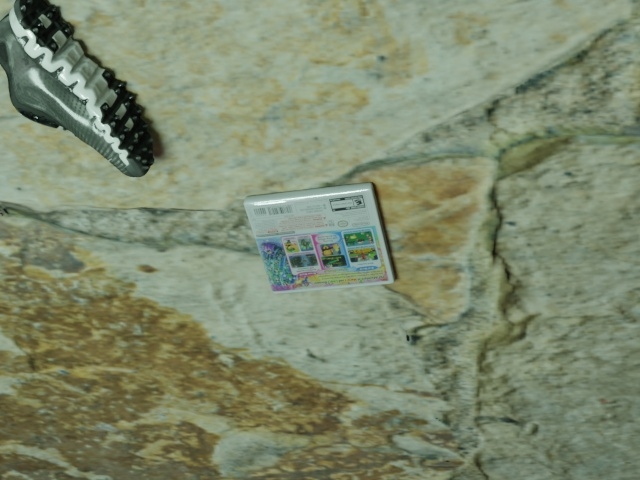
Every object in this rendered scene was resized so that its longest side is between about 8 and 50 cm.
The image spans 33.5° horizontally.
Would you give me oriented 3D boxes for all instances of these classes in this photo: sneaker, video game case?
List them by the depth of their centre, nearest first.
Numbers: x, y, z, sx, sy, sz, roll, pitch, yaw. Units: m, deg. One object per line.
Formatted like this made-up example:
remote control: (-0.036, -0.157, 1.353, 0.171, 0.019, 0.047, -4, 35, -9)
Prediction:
sneaker: (-0.283, -0.157, 1.184, 0.106, 0.078, 0.234, -25, 115, 30)
video game case: (0.000, 0.000, 1.283, 0.157, 0.019, 0.143, -6, 126, 14)
